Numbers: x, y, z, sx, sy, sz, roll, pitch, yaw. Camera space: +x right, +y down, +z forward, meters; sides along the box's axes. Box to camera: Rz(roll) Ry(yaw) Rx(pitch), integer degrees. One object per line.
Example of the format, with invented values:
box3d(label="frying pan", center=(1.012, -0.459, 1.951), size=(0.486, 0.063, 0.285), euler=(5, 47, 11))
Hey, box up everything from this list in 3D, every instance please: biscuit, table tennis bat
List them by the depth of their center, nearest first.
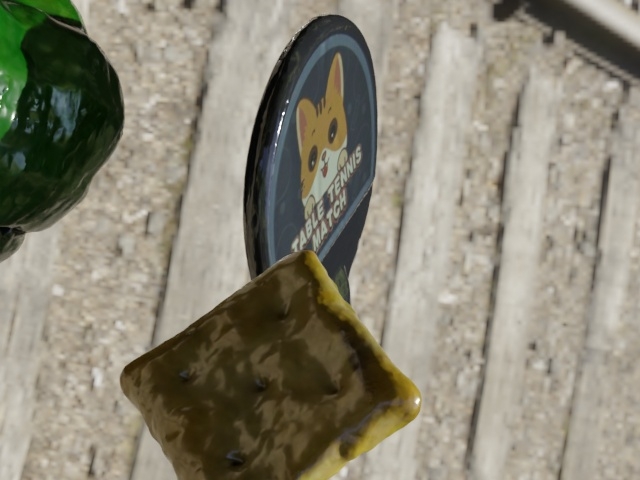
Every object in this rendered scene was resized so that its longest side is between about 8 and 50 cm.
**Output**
box3d(label="biscuit", center=(-0.019, 0.048, 0.469), size=(0.081, 0.083, 0.018), euler=(-34, 139, -3))
box3d(label="table tennis bat", center=(0.000, 0.000, 0.721), size=(0.150, 0.027, 0.236), euler=(-56, 149, -48))

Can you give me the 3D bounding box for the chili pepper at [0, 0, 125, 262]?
box3d(label="chili pepper", center=(-0.248, -0.097, 0.609), size=(0.385, 0.213, 0.167), euler=(18, 102, -52))
